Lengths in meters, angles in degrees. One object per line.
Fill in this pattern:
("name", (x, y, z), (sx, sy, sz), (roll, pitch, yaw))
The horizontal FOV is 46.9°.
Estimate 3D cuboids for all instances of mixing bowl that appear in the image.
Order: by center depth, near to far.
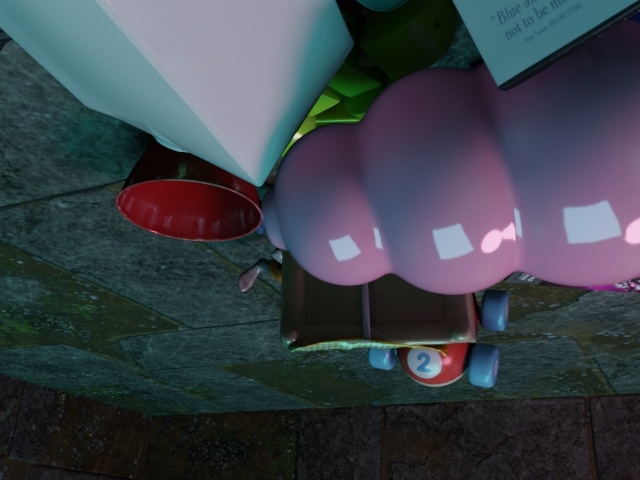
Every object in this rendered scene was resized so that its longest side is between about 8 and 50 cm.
("mixing bowl", (-0.161, -0.077, 0.940), (0.181, 0.098, 0.181), (3, 156, 1))

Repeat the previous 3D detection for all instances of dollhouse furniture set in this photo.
("dollhouse furniture set", (0.062, 0.001, 0.837), (0.197, 0.302, 0.151), (-1, 154, 3))

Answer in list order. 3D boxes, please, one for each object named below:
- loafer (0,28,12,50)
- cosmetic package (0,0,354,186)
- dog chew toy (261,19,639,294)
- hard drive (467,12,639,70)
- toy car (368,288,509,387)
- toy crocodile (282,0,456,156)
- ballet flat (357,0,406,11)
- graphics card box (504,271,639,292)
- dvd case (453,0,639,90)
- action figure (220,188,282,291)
("loafer", (-0.294, -0.217, 0.653), (0.223, 0.076, 0.078), (-12, 161, 39))
("cosmetic package", (-0.147, -0.209, 0.464), (0.217, 0.156, 0.385), (27, 170, 25))
("dog chew toy", (0.118, -0.049, 0.576), (0.331, 0.207, 0.206), (-13, 155, 8))
("hard drive", (0.291, -0.112, 0.660), (0.318, 0.210, 0.040), (-16, 160, 37))
("toy car", (0.189, 0.110, 1.245), (0.219, 0.210, 0.238), (6, 147, 23))
("toy crocodile", (-0.021, -0.165, 0.731), (0.115, 0.105, 0.340), (21, 157, -38))
("ballet flat", (0.009, -0.260, 0.518), (0.091, 0.077, 0.241), (-16, 153, 24))
("graphics card box", (0.472, -0.003, 1.054), (0.370, 0.094, 0.233), (6, 157, -5))
("dvd case", (0.110, -0.233, 0.399), (0.022, 0.253, 0.180), (-27, 179, -39))
("action figure", (0.000, 0.000, 1.110), (0.341, 0.178, 0.330), (40, 141, -8))
